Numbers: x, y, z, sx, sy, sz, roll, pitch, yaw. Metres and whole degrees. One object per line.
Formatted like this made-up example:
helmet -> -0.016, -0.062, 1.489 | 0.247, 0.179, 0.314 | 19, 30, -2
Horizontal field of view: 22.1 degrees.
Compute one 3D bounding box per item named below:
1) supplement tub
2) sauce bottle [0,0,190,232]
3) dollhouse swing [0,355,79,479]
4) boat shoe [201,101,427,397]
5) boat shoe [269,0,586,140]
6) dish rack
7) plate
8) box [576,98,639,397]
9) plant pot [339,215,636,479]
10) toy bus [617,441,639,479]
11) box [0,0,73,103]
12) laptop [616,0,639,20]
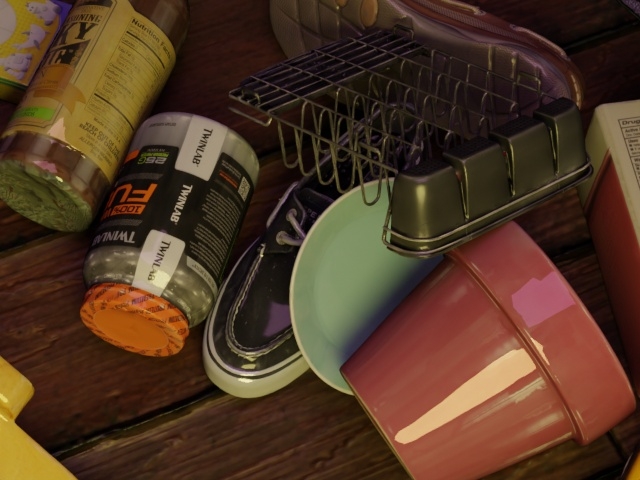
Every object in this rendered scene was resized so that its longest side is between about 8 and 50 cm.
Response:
supplement tub -> -0.131, -0.005, 1.402 | 0.117, 0.117, 0.190 | 15, 60, 5
sauce bottle -> -0.188, -0.172, 1.500 | 0.111, 0.111, 0.344 | 18, 60, 7
dollhouse swing -> -0.362, 0.261, 1.275 | 0.315, 0.305, 0.347 | 4, 50, 49
boat shoe -> 0.000, 0.000, 1.414 | 0.108, 0.102, 0.301 | 34, 64, 15
boat shoe -> 0.098, -0.173, 1.524 | 0.324, 0.123, 0.116 | 29, 29, 22
dish rack -> 0.065, -0.095, 1.352 | 0.208, 0.074, 0.271 | -24, 36, -33
plate -> 0.050, 0.038, 1.379 | 0.188, 0.188, 0.024 | -36, 28, -20
box -> 0.325, 0.001, 1.417 | 0.149, 0.127, 0.232 | -7, 61, -7
plant pot -> 0.123, 0.106, 1.323 | 0.180, 0.201, 0.201 | -35, 67, -3
toy bus -> 0.301, 0.153, 1.245 | 0.108, 0.130, 0.332 | 26, 106, 11
box -> -0.326, -0.196, 1.543 | 0.179, 0.043, 0.105 | 16, 61, 8
laptop -> 0.369, -0.169, 1.457 | 0.234, 0.136, 0.264 | 43, 51, 12
